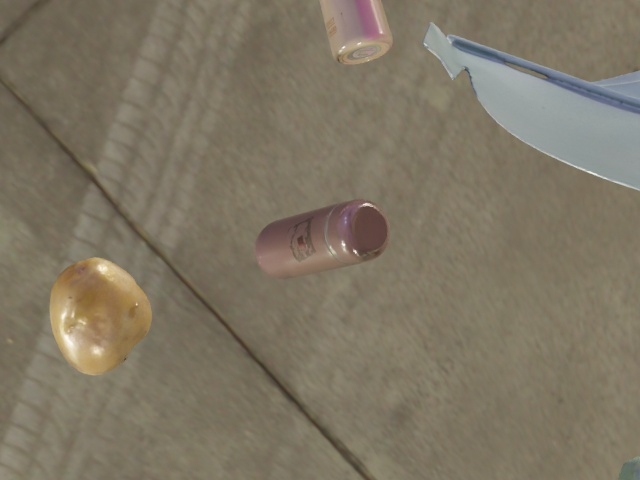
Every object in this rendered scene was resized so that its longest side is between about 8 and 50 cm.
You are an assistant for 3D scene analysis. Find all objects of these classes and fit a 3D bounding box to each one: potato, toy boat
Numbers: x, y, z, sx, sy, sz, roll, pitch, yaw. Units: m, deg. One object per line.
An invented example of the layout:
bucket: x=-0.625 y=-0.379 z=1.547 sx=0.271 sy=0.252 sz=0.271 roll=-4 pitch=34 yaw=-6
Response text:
potato: x=-0.142 y=0.046 z=0.925 sx=0.062 sy=0.083 sz=0.068 roll=-8 pitch=46 yaw=27
toy boat: x=0.214 y=-0.081 z=0.900 sx=0.210 sy=0.070 sz=0.291 roll=-19 pitch=43 yaw=-38

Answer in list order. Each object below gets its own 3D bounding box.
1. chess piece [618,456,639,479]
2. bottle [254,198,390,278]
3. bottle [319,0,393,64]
chess piece: x=0.376 y=0.204 z=1.252 sx=0.175 sy=0.298 sz=0.176 roll=6 pitch=70 yaw=-17
bottle: x=0.000 y=0.000 z=1.212 sx=0.140 sy=0.053 sz=0.053 roll=-14 pitch=61 yaw=54
bottle: x=0.019 y=-0.178 z=1.042 sx=0.045 sy=0.045 sz=0.096 roll=-17 pitch=78 yaw=8
